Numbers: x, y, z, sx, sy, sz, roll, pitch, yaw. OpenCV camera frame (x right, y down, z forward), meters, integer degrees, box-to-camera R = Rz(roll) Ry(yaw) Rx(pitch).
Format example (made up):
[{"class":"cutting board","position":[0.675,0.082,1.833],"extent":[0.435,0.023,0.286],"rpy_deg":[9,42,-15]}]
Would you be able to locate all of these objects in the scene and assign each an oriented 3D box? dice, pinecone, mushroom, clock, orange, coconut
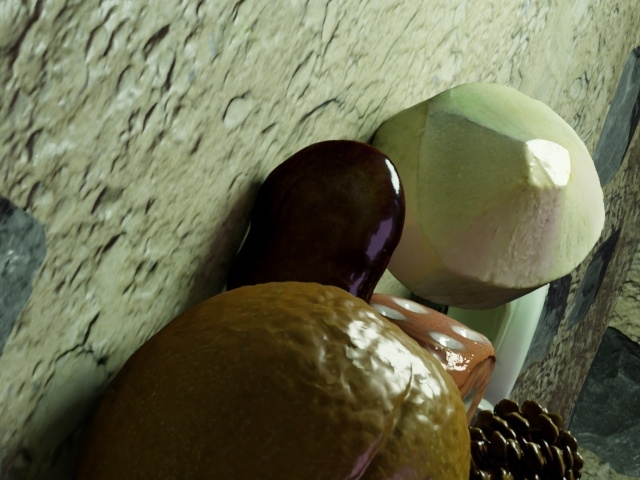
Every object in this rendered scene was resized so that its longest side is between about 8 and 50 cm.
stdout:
[{"class":"dice","position":[0.087,0.168,1.925],"extent":[0.175,0.179,0.174],"rpy_deg":[-65,162,13]},{"class":"pinecone","position":[0.219,0.264,1.900],"extent":[0.173,0.174,0.173],"rpy_deg":[-52,157,-34]},{"class":"mushroom","position":[0.000,0.000,1.616],"extent":[0.227,0.148,0.217],"rpy_deg":[-59,180,10]},{"class":"clock","position":[0.187,0.126,2.113],"extent":[0.265,0.109,0.324],"rpy_deg":[-95,-156,-74]},{"class":"orange","position":[-0.046,0.213,1.400],"extent":[0.357,0.322,0.322],"rpy_deg":[-52,159,-3]},{"class":"coconut","position":[0.174,-0.050,1.756],"extent":[0.259,0.259,0.259],"rpy_deg":[-52,157,-34]}]
